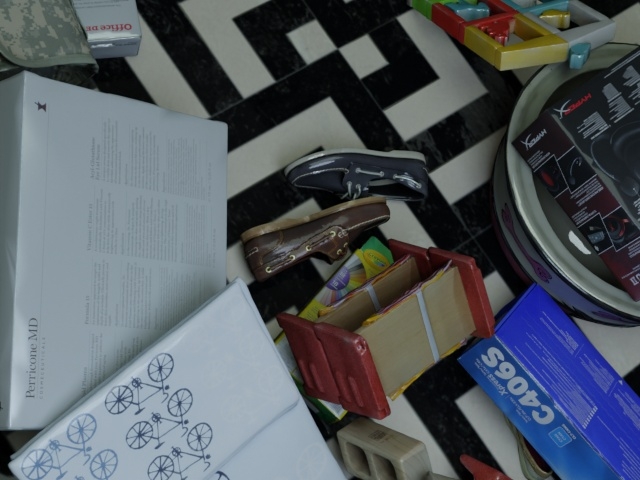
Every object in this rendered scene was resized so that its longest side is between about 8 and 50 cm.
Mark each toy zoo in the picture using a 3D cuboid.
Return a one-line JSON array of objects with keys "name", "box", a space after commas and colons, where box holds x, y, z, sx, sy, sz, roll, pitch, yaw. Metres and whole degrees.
[{"name": "toy zoo", "box": [0.277, -0.314, 1.530, 0.192, 0.030, 0.293, -17, 39, -20]}]

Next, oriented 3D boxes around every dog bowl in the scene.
[{"name": "dog bowl", "box": [0.418, -0.063, 1.514, 0.408, 0.150, 0.408, 5, 70, -14]}]

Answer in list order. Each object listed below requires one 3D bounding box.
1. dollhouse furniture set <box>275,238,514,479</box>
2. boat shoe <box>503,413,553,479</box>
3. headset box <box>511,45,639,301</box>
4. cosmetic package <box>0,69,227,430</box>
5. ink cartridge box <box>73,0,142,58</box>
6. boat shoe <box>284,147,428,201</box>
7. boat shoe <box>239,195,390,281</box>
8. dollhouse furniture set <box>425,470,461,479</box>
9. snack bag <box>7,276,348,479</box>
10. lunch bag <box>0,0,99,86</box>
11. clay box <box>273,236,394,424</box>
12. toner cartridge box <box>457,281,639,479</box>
[{"name": "dollhouse furniture set", "box": [0.115, 0.213, 1.314, 0.201, 0.152, 0.374, -30, 114, -30]}, {"name": "boat shoe", "box": [0.278, 0.248, 1.422, 0.050, 0.045, 0.135, -12, 75, -20]}, {"name": "headset box", "box": [0.426, -0.081, 1.380, 0.218, 0.110, 0.293, -35, 83, -23]}, {"name": "cosmetic package", "box": [-0.242, 0.026, 1.228, 0.284, 0.097, 0.377, 11, 75, -46]}, {"name": "ink cartridge box", "box": [-0.306, -0.320, 1.440, 0.109, 0.063, 0.150, -8, 75, -18]}, {"name": "boat shoe", "box": [0.054, -0.081, 1.456, 0.206, 0.075, 0.065, -3, 69, -22]}, {"name": "boat shoe", "box": [0.000, 0.000, 1.415, 0.207, 0.073, 0.073, -18, 74, -13]}, {"name": "dollhouse furniture set", "box": [0.084, 0.448, 1.106, 0.394, 0.256, 0.362, 19, 98, -8]}, {"name": "snack bag", "box": [-0.133, 0.266, 1.198, 0.323, 0.037, 0.342, -39, 118, -27]}, {"name": "lunch bag", "box": [-0.439, -0.267, 1.312, 0.287, 0.169, 0.235, -24, 80, -13]}, {"name": "clay box", "box": [0.039, 0.112, 1.395, 0.127, 0.053, 0.222, 44, 64, -1]}, {"name": "toner cartridge box", "box": [0.343, 0.232, 1.394, 0.348, 0.075, 0.165, 49, 38, 4]}]
